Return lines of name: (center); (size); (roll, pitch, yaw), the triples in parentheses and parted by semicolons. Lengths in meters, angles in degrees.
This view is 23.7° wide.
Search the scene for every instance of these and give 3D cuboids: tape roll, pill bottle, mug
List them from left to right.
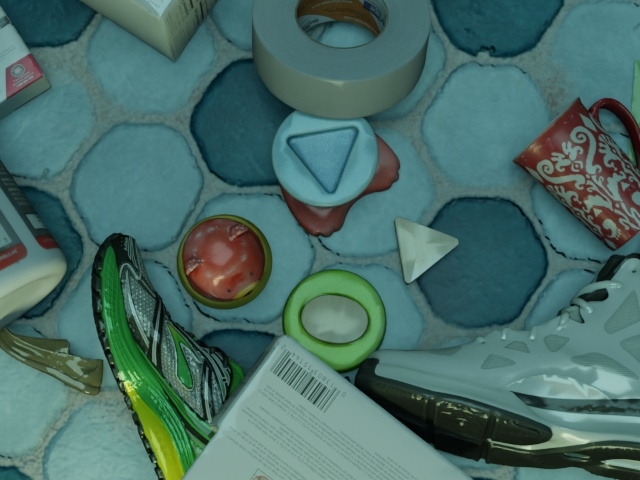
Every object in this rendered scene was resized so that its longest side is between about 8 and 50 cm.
pill bottle: (-0.484, -0.059, 1.829); (0.210, 0.210, 0.363); (-34, 83, -4)
tape roll: (0.024, -0.254, 1.875); (0.219, 0.072, 0.219); (2, 53, -2)
mug: (0.348, -0.090, 1.880); (0.150, 0.113, 0.169); (-44, 88, 5)

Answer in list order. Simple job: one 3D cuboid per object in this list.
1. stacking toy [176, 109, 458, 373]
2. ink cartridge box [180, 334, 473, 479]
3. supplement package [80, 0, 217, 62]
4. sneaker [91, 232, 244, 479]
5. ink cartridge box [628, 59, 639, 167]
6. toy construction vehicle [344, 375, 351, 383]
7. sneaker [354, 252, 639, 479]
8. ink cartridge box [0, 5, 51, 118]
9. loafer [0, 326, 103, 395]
stacking toy: (0.000, 0.000, 1.860); (0.279, 0.130, 0.309); (41, 85, 5)
ink cartridge box: (-0.008, 0.300, 1.783); (0.296, 0.066, 0.261); (39, 76, -8)
supplement package: (-0.254, -0.367, 1.871); (0.262, 0.204, 0.145); (34, 83, 4)
sneaker: (-0.181, 0.148, 1.855); (0.146, 0.134, 0.344); (-24, 92, -10)
ink cartridge box: (0.512, -0.142, 1.917); (0.235, 0.056, 0.171); (6, 83, -1)
toy construction vehicle: (0.011, 0.227, 1.883); (0.085, 0.035, 0.098); (-19, 85, -13)
sneaker: (0.278, 0.136, 1.856); (0.447, 0.169, 0.258); (10, 64, 7)
ink cartridge box: (-0.428, -0.234, 1.925); (0.109, 0.063, 0.150); (-33, 83, -4)
loafer: (-0.332, 0.141, 1.883); (0.148, 0.056, 0.050); (28, 83, -6)
